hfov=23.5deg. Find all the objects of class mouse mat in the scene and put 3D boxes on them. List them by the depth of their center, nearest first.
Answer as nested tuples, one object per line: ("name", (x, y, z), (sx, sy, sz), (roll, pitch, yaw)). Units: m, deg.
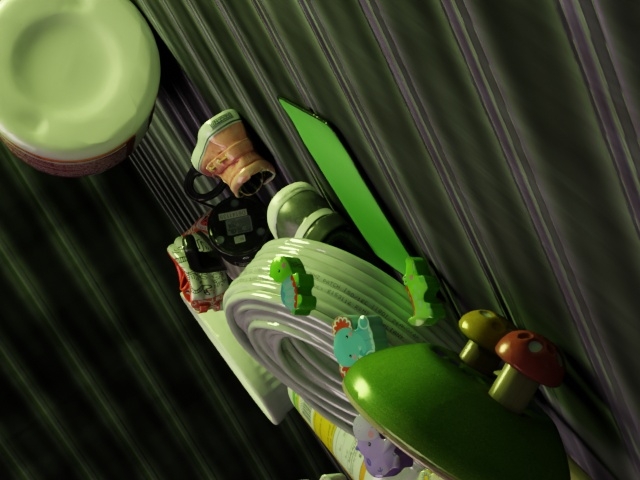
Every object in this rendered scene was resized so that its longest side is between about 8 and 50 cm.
("mouse mat", (0.030, -0.041, 1.345), (0.190, 0.007, 0.152), (58, 171, -23))

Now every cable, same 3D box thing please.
("cable", (0.035, 0.098, 1.387), (0.257, 0.089, 0.257), (36, 161, -5))

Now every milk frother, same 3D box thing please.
("milk frother", (-0.117, -0.028, 2.048), (0.135, 0.129, 0.143), (76, -160, -70))

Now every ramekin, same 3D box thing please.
("ramekin", (-0.104, 0.163, 2.607), (0.277, 0.135, 0.277), (53, 172, 11))

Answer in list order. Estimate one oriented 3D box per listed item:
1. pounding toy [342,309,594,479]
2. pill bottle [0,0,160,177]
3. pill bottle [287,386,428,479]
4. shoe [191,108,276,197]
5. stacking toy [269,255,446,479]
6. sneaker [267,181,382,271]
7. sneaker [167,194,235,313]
("pounding toy", (0.136, 0.110, 1.113), (0.237, 0.110, 0.183), (21, -167, -49))
("pill bottle", (-0.325, -0.199, 1.998), (0.224, 0.224, 0.392), (54, 172, -3))
("pill bottle", (0.082, 0.203, 1.620), (0.246, 0.136, 0.136), (48, 170, 40))
("shoe", (-0.097, -0.082, 1.723), (0.081, 0.063, 0.178), (58, 169, 8))
("stacking toy", (0.038, 0.118, 1.196), (0.167, 0.052, 0.221), (5, -110, -46))
("sneaker", (0.020, 0.048, 1.532), (0.121, 0.079, 0.217), (46, 169, 40))
("sneaker", (-0.110, 0.079, 2.218), (0.270, 0.145, 0.090), (57, 172, -22))
